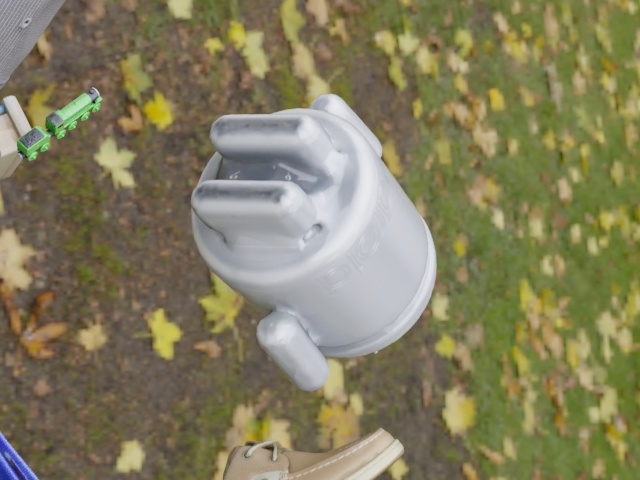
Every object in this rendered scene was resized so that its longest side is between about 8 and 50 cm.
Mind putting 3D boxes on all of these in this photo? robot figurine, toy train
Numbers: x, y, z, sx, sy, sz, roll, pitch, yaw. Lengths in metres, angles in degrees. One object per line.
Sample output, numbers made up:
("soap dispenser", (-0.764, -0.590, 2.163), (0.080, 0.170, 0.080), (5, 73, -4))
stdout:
("robot figurine", (0.000, 0.000, 1.227), (0.353, 0.200, 0.300), (47, 54, -56))
("toy train", (-0.200, -0.091, 0.908), (0.017, 0.023, 0.083), (42, 62, 8))

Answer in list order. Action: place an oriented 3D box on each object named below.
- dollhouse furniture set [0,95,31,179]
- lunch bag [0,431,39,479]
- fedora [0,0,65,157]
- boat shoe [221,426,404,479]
("dollhouse furniture set", (-0.443, -0.162, 1.108), (0.198, 0.286, 0.303), (-26, 90, -27))
("lunch bag", (-0.286, 0.126, 0.630), (0.293, 0.221, 0.138), (52, 35, -29))
("fedora", (-0.228, -0.182, 0.706), (0.243, 0.124, 0.275), (60, 4, 24))
("boat shoe", (-0.071, 0.285, 1.362), (0.110, 0.341, 0.121), (65, 3, 10))
